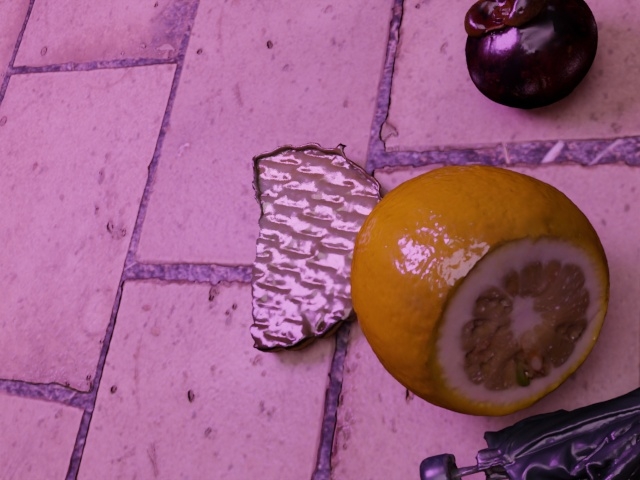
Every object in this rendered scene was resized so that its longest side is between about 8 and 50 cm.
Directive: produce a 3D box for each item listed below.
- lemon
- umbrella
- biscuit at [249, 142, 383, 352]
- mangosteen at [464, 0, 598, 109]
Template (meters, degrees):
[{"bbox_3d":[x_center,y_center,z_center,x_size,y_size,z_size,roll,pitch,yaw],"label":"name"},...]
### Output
[{"bbox_3d":[0.142,0.036,0.836,0.240,0.240,0.219,-45,33,1],"label":"lemon"},{"bbox_3d":[0.261,0.192,0.772,0.348,0.143,0.094,-20,80,16],"label":"umbrella"},{"bbox_3d":[0.000,0.000,1.022,0.187,0.036,0.274,-8,65,21],"label":"biscuit"},{"bbox_3d":[0.232,-0.226,0.952,0.152,0.152,0.153,-9,65,20],"label":"mangosteen"}]
